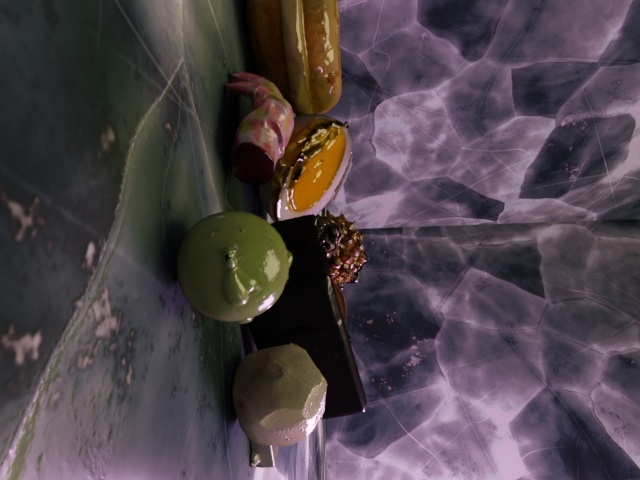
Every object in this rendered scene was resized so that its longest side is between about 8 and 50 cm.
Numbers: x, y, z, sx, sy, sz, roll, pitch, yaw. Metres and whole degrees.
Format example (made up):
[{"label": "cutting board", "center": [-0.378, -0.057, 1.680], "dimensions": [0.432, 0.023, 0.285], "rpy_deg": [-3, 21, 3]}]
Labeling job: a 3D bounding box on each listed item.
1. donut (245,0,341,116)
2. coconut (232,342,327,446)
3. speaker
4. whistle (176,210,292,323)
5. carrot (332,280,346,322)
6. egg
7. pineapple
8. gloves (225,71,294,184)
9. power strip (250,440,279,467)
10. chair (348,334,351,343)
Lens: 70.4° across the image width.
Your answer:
[{"label": "donut", "center": [-0.053, -0.505, 1.063], "dimensions": [0.449, 0.197, 0.450], "rpy_deg": [-2, 90, -87]}, {"label": "coconut", "center": [-0.068, 0.257, 0.775], "dimensions": [0.162, 0.160, 0.161], "rpy_deg": [95, -2, -46]}, {"label": "speaker", "center": [-0.031, 0.166, 0.923], "dimensions": [0.184, 0.179, 0.389], "rpy_deg": [-87, 164, -64]}, {"label": "whistle", "center": [-0.100, 0.039, 0.610], "dimensions": [0.294, 0.141, 0.141], "rpy_deg": [65, 24, -83]}, {"label": "carrot", "center": [-0.045, 0.185, 1.181], "dimensions": [0.254, 0.195, 0.196], "rpy_deg": [117, -27, -78]}, {"label": "egg", "center": [-0.064, -0.169, 1.025], "dimensions": [0.286, 0.174, 0.265], "rpy_deg": [-39, 151, -49]}, {"label": "pineapple", "center": [0.000, 0.000, 1.288], "dimensions": [0.272, 0.262, 0.263], "rpy_deg": [55, 32, -71]}, {"label": "gloves", "center": [-0.103, -0.214, 0.807], "dimensions": [0.145, 0.126, 0.241], "rpy_deg": [75, 21, -52]}, {"label": "power strip", "center": [-0.106, 0.357, 0.980], "dimensions": [0.270, 0.046, 0.118], "rpy_deg": [-77, 165, -72]}, {"label": "chair", "center": [-0.017, 0.322, 1.697], "dimensions": [0.260, 0.141, 0.155], "rpy_deg": [43, -13, 18]}]
